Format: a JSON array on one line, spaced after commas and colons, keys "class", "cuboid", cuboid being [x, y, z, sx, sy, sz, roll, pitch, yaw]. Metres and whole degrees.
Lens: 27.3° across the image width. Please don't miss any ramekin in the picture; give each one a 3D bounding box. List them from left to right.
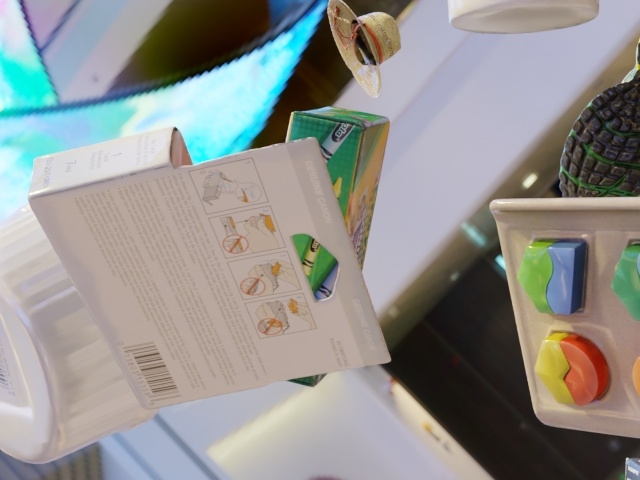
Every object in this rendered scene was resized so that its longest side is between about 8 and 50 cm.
[{"class": "ramekin", "cuboid": [-0.302, 0.104, 1.417, 0.135, 0.277, 0.277, -28, -19, -39]}]

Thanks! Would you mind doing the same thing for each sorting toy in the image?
[{"class": "sorting toy", "cuboid": [0.222, 0.065, 1.000, 0.193, 0.208, 0.038, 1, 24, 45]}]

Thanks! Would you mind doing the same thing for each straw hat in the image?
[{"class": "straw hat", "cuboid": [0.068, -0.257, 1.672, 0.061, 0.144, 0.144, -25, -15, -12]}]

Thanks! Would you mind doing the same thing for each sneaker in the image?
[{"class": "sneaker", "cuboid": [0.452, -0.172, 1.789, 0.343, 0.134, 0.146, -55, -22, 3]}]

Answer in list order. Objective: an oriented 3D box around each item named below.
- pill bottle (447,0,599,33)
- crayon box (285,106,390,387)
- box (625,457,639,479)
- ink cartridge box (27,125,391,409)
[{"class": "pill bottle", "cuboid": [0.249, -0.470, 1.660, 0.224, 0.392, 0.224, -2, -1, 0]}, {"class": "crayon box", "cuboid": [0.000, 0.000, 1.419, 0.165, 0.081, 0.278, -32, -47, -76]}, {"class": "box", "cuboid": [0.496, 0.313, 1.620, 0.220, 0.175, 0.051, -162, 73, -82]}, {"class": "ink cartridge box", "cuboid": [-0.086, 0.020, 1.128, 0.239, 0.060, 0.275, -12, -48, 8]}]
